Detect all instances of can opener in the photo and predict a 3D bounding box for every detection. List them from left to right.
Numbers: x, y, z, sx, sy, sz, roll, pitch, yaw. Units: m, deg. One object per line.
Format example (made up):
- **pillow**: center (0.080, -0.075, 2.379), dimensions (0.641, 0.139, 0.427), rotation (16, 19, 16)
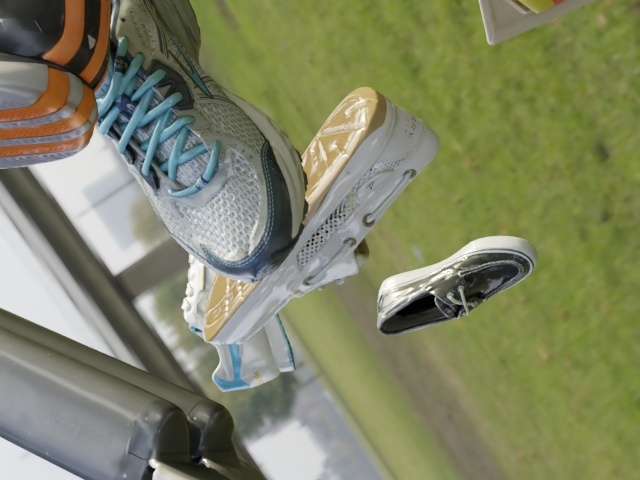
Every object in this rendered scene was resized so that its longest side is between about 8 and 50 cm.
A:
- **can opener**: center (-0.082, 0.110, 0.660), dimensions (0.283, 0.095, 0.076), rotation (20, -177, 28)

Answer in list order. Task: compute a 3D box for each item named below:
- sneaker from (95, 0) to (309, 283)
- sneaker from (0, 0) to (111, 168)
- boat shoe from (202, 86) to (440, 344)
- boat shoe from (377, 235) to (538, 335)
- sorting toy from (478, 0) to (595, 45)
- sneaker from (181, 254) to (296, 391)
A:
- **sneaker**: center (-0.119, -0.086, 1.003), dimensions (0.283, 0.110, 0.122), rotation (54, -159, 25)
- **sneaker**: center (-0.264, -0.133, 0.887), dimensions (0.124, 0.321, 0.180), rotation (56, -145, -64)
- **boat shoe**: center (0.000, 0.000, 1.270), dimensions (0.096, 0.277, 0.098), rotation (25, -148, -25)
- **boat shoe**: center (0.165, 0.063, 1.825), dimensions (0.078, 0.219, 0.070), rotation (46, -144, -30)
- **sorting toy**: center (0.211, -0.262, 1.222), dimensions (0.208, 0.193, 0.038), rotation (70, 175, -49)
- **sneaker**: center (-0.107, 0.047, 1.584), dimensions (0.087, 0.092, 0.229), rotation (76, 171, -72)
